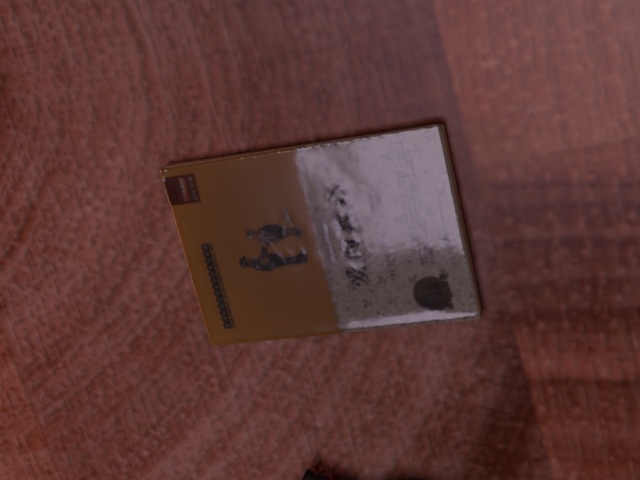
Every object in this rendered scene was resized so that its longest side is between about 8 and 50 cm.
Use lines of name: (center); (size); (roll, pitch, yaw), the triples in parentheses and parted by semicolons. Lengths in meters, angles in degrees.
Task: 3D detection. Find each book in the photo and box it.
book: (0.000, 0.000, 0.730); (0.172, 0.012, 0.118); (-8, 109, 20)

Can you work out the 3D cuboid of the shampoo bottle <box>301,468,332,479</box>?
shampoo bottle: (0.058, 0.192, 0.776); (0.165, 0.040, 0.080); (27, 119, 4)
